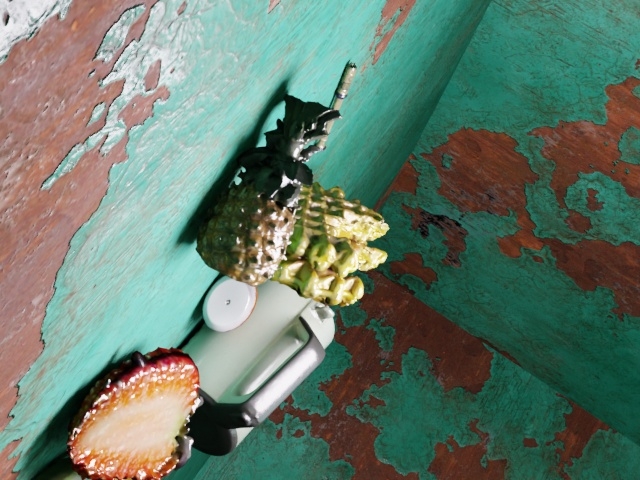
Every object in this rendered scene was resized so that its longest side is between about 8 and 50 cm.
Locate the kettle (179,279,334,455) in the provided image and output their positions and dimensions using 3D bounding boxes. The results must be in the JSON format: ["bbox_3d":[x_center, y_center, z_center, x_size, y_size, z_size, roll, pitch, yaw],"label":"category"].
[{"bbox_3d":[-0.133,0.256,1.801,0.361,0.250,0.376,-7,-151,43],"label":"kettle"}]

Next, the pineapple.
[{"bbox_3d":[-0.071,-0.080,1.322,0.310,0.141,0.170,-61,-150,5],"label":"pineapple"}]

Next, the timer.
[{"bbox_3d":[-0.184,0.126,1.730,0.136,0.099,0.136,-45,-178,2],"label":"timer"}]

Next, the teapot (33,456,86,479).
[{"bbox_3d":[-0.434,0.557,1.385,0.321,0.239,0.239,-56,171,4],"label":"teapot"}]

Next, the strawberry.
[{"bbox_3d":[-0.332,0.280,1.409,0.306,0.138,0.233,24,80,-58],"label":"strawberry"}]

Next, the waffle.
[{"bbox_3d":[0.000,0.000,1.719,0.151,0.261,0.324,-67,172,22],"label":"waffle"}]

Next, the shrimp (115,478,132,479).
[{"bbox_3d":[-0.472,0.556,1.923,0.185,0.068,0.287,-52,-177,-1],"label":"shrimp"}]

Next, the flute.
[{"bbox_3d":[0.030,-0.262,1.680,0.027,0.027,0.233,-51,171,-39],"label":"flute"}]
